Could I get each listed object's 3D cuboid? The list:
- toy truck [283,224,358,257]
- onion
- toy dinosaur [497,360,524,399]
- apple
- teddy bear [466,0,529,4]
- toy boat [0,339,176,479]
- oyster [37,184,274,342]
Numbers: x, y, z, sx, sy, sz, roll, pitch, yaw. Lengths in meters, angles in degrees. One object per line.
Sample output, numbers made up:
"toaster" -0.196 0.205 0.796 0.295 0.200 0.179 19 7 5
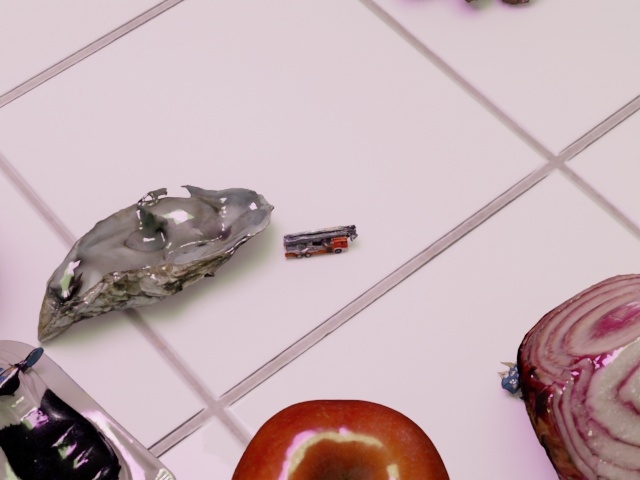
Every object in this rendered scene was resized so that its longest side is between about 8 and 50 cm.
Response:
"toy truck" 0.000 0.000 1.533 0.083 0.032 0.024 -6 52 -4
"onion" 0.306 0.154 1.330 0.216 0.206 0.207 -26 13 1
"toy dinosaur" 0.227 0.141 1.432 0.083 0.030 0.047 1 58 1
"apple" 0.018 0.253 1.263 0.218 0.201 0.218 2 61 -4
"teddy bear" 0.173 -0.383 1.735 0.190 0.140 0.177 -10 59 4
"toy boat" -0.272 0.194 1.349 0.269 0.141 0.141 44 66 10
"oyster" -0.173 0.016 1.491 0.199 0.087 0.252 12 49 21
